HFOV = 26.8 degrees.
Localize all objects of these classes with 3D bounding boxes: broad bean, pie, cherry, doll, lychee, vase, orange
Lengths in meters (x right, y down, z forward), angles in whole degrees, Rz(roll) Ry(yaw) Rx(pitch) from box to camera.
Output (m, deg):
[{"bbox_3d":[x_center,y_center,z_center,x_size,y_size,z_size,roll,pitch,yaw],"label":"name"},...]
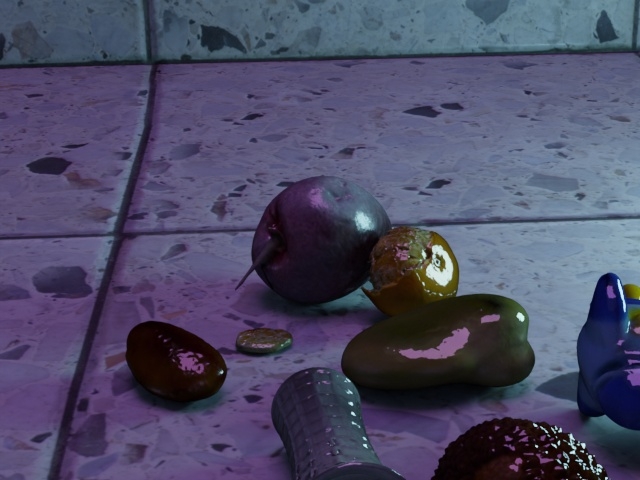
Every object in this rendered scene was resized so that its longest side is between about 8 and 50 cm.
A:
[{"bbox_3d":[0.157,0.139,1.835,0.263,0.121,0.189,-5,17,-5],"label":"broad bean"},{"bbox_3d":[-0.082,0.145,1.966,0.085,0.017,0.085,0,20,0],"label":"pie"},{"bbox_3d":[0.000,0.000,2.092,0.266,0.213,0.183,-8,64,-41],"label":"cherry"},{"bbox_3d":[0.450,0.173,1.689,0.365,0.187,0.376,25,5,34],"label":"doll"},{"bbox_3d":[-0.198,0.168,1.829,0.114,0.084,0.165,-30,38,-22],"label":"broad bean"},{"bbox_3d":[0.219,0.274,1.415,0.188,0.188,0.188,-1,21,0],"label":"lychee"},{"bbox_3d":[0.013,0.250,1.534,0.143,0.143,0.299,-4,19,-8],"label":"vase"},{"bbox_3d":[0.134,0.054,2.029,0.134,0.156,0.156,-38,-4,37],"label":"orange"}]
